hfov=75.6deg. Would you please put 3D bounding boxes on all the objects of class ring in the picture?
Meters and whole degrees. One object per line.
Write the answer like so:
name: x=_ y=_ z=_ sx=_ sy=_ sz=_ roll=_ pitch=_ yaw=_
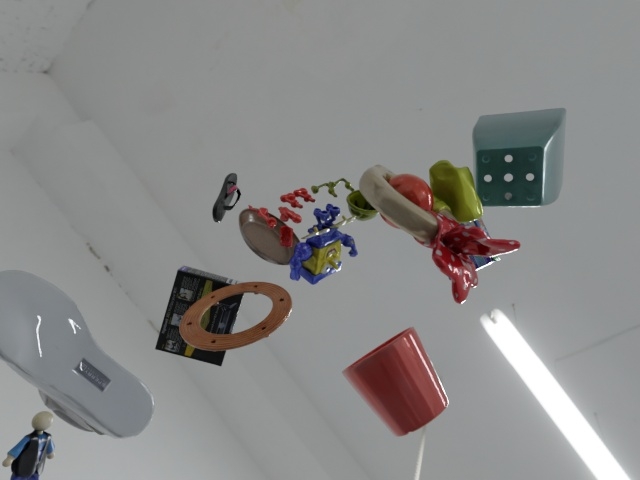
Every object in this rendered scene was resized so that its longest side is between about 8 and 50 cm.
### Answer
ring: x=-0.249 y=0.222 z=1.236 sx=0.337 sy=0.336 sz=0.032 roll=0 pitch=-64 yaw=21

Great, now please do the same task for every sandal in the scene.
sandal: x=-0.225 y=-0.106 z=1.026 sx=0.040 sy=0.179 sz=0.067 roll=2 pitch=-51 yaw=4

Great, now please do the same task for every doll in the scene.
doll: x=-0.559 y=0.431 z=0.799 sx=0.046 sy=0.129 sz=0.188 roll=1 pitch=-107 yaw=6

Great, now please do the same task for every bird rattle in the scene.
bird rattle: x=0.143 y=-0.030 z=0.592 sx=0.207 sy=0.253 sz=0.143 roll=30 pitch=-59 yaw=-2

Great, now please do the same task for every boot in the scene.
boot: x=-0.331 y=0.155 z=0.510 sx=0.124 sy=0.095 sz=0.258 roll=-18 pitch=-67 yaw=31

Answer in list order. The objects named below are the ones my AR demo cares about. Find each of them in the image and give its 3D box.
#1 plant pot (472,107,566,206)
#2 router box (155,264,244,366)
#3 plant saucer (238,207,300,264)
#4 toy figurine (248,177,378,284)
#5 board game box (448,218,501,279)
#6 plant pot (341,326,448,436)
plant pot: x=0.373 y=-0.150 z=0.791 sx=0.166 sy=0.234 sz=0.165 roll=3 pitch=-68 yaw=29
router box: x=-0.426 y=0.271 z=1.484 sx=0.243 sy=0.081 sz=0.308 roll=18 pitch=-83 yaw=-7
plant saucer: x=-0.132 y=-0.003 z=1.065 sx=0.199 sy=0.198 sz=0.036 roll=43 pitch=-64 yaw=2
toy figurine: x=0.000 y=0.000 z=1.025 sx=0.191 sy=0.363 sz=0.217 roll=26 pitch=-57 yaw=32
board game box: x=0.351 y=-0.016 z=1.054 sx=0.136 sy=0.035 sz=0.201 roll=-34 pitch=-111 yaw=45
plant pot: x=0.240 y=0.437 z=1.266 sx=0.275 sy=0.275 sz=0.243 roll=-40 pitch=-107 yaw=28
